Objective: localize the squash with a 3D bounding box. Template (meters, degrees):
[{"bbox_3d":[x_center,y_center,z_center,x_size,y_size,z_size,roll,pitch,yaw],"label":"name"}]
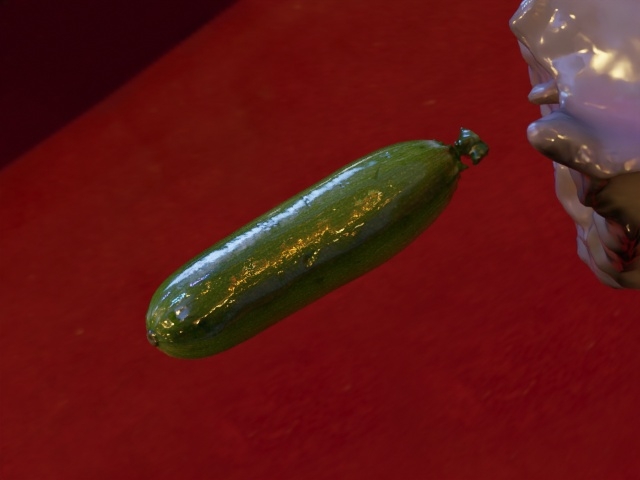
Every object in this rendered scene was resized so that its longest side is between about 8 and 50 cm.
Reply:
[{"bbox_3d":[0.000,0.000,1.684,0.379,0.101,0.101,-33,85,-20],"label":"squash"}]

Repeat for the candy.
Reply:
[{"bbox_3d":[0.181,-0.069,0.766,0.195,0.185,0.137,-11,73,7],"label":"candy"}]
